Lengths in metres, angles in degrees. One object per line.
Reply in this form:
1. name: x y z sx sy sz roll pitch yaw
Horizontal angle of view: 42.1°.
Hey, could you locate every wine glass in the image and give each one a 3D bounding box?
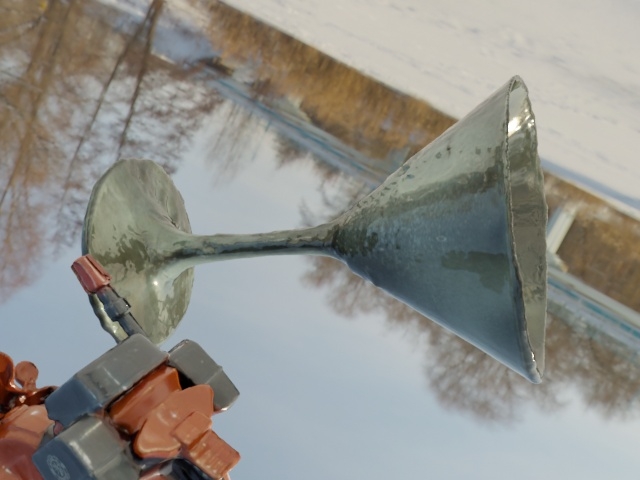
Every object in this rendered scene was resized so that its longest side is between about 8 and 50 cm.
1. wine glass: 0.000 0.000 0.783 0.405 0.267 0.267 -4 -179 18

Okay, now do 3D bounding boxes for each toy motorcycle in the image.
1. toy motorcycle: -0.186 0.157 0.610 0.221 0.325 0.148 51 -137 -2
